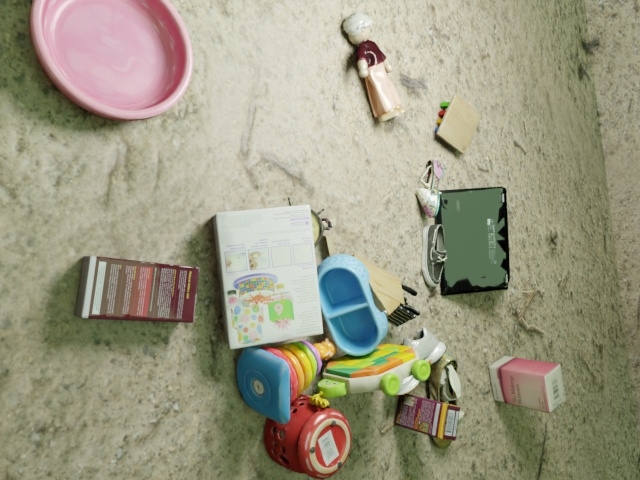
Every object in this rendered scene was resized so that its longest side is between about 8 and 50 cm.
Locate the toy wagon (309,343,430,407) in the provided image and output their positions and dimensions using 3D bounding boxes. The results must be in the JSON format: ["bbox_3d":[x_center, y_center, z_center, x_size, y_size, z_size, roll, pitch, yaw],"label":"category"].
[{"bbox_3d":[0.117,0.363,1.337,0.344,0.267,0.068,-10,91,-38],"label":"toy wagon"}]

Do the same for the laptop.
[{"bbox_3d":[0.604,-0.009,1.894,0.407,0.236,0.382,-5,93,-10],"label":"laptop"}]

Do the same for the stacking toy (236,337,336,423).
[{"bbox_3d":[-0.058,0.325,1.293,0.302,0.165,0.175,-17,113,-49],"label":"stacking toy"}]

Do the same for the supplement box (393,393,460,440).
[{"bbox_3d":[0.334,0.553,1.545,0.080,0.188,0.104,24,72,-35],"label":"supplement box"}]

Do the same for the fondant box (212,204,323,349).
[{"bbox_3d":[-0.133,0.086,1.230,0.238,0.096,0.330,-6,89,-19],"label":"fondant box"}]

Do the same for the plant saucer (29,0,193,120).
[{"bbox_3d":[-0.448,-0.421,1.068,0.332,0.084,0.332,4,84,-39],"label":"plant saucer"}]

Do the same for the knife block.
[{"bbox_3d":[0.192,0.146,1.518,0.276,0.088,0.242,57,33,3],"label":"knife block"}]

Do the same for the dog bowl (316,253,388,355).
[{"bbox_3d":[0.080,0.187,1.373,0.074,0.166,0.297,-44,112,-76],"label":"dog bowl"}]

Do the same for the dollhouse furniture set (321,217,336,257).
[{"bbox_3d":[0.000,0.000,1.400,0.081,0.091,0.114,-15,99,-23],"label":"dollhouse furniture set"}]

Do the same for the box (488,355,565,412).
[{"bbox_3d":[0.788,0.545,1.874,0.126,0.232,0.149,-15,96,-38],"label":"box"}]

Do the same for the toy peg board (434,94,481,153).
[{"bbox_3d":[0.494,-0.431,1.827,0.161,0.079,0.161,26,87,-34],"label":"toy peg board"}]

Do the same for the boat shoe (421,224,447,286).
[{"bbox_3d":[0.401,0.053,1.709,0.077,0.070,0.219,-3,89,-38],"label":"boat shoe"}]

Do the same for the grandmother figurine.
[{"bbox_3d":[0.165,-0.553,1.557,0.342,0.104,0.208,66,26,-10],"label":"grandmother figurine"}]

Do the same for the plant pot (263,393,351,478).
[{"bbox_3d":[-0.024,0.511,1.279,0.191,0.174,0.191,4,84,-40],"label":"plant pot"}]

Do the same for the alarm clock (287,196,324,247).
[{"bbox_3d":[-0.067,-0.011,1.336,0.129,0.064,0.192,18,82,-13],"label":"alarm clock"}]

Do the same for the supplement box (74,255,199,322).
[{"bbox_3d":[-0.396,0.110,1.076,0.239,0.073,0.130,11,81,-36],"label":"supplement box"}]

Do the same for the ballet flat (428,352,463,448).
[{"bbox_3d":[0.432,0.551,1.670,0.123,0.123,0.349,-6,91,-38],"label":"ballet flat"}]

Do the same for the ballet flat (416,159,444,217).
[{"bbox_3d":[0.380,-0.186,1.717,0.079,0.077,0.222,21,68,-16],"label":"ballet flat"}]

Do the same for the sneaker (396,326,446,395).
[{"bbox_3d":[0.289,0.391,1.598,0.262,0.099,0.121,-40,90,-30],"label":"sneaker"}]
